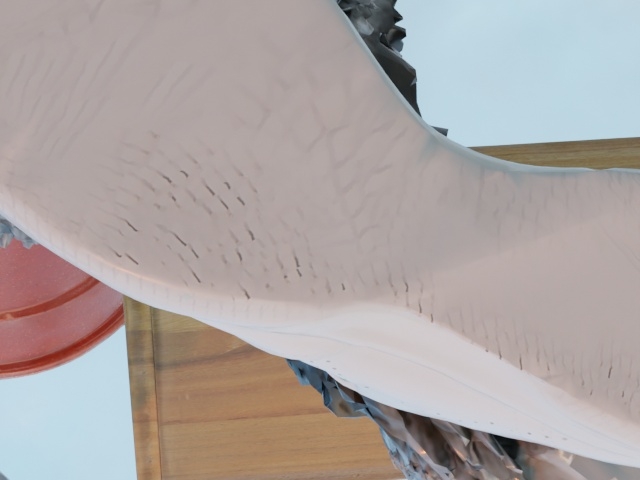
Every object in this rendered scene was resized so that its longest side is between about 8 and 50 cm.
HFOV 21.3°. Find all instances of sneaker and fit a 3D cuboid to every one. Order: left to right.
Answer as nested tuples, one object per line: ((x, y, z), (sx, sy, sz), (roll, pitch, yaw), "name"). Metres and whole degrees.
((0.000, 0.000, 0.371), (0.212, 0.094, 0.080), (27, -109, -5), "sneaker")

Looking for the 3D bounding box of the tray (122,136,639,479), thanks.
((0.089, 0.047, 1.029), (0.411, 0.203, 0.076), (-3, -146, -5), "tray")

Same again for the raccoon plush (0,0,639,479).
((-0.093, -0.045, 0.396), (0.446, 0.216, 0.299), (43, -139, 6), "raccoon plush")

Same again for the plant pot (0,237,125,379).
((-0.247, -0.080, 1.245), (0.272, 0.265, 0.272), (3, -123, -5), "plant pot")

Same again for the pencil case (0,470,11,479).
((-0.253, 0.116, 0.872), (0.273, 0.124, 0.113), (49, -154, -14), "pencil case")
